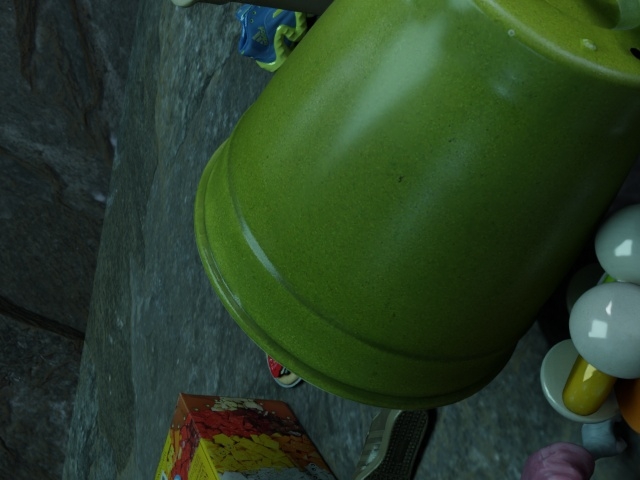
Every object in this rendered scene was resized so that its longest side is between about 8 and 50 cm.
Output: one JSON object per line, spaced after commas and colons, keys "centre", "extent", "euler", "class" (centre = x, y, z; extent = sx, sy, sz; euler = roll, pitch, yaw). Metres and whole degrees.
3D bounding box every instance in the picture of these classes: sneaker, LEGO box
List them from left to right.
{"centre": [-0.140, 0.539, 1.190], "extent": [0.372, 0.193, 0.501], "euler": [43, 119, 58], "class": "LEGO box"}
{"centre": [-0.076, -0.420, 1.448], "extent": [0.240, 0.126, 0.091], "euler": [-67, 31, 23], "class": "sneaker"}
{"centre": [0.084, 0.268, 1.021], "extent": [0.071, 0.066, 0.189], "euler": [-106, 40, -67], "class": "sneaker"}

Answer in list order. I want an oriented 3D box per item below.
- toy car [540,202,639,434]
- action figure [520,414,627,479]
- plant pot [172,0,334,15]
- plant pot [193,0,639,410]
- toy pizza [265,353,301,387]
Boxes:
{"centre": [0.267, 0.071, 0.652], "extent": [0.159, 0.136, 0.182], "euler": [87, -153, -60], "class": "toy car"}
{"centre": [0.154, 0.273, 0.646], "extent": [0.370, 0.275, 0.248], "euler": [-55, 36, 33], "class": "action figure"}
{"centre": [-0.026, -0.467, 1.181], "extent": [0.333, 0.305, 0.334], "euler": [-28, 57, 57], "class": "plant pot"}
{"centre": [0.113, -0.098, 0.706], "extent": [0.353, 0.366, 0.367], "euler": [122, 145, -45], "class": "plant pot"}
{"centre": [-0.059, 0.140, 1.328], "extent": [0.201, 0.032, 0.202], "euler": [-23, 64, 60], "class": "toy pizza"}
